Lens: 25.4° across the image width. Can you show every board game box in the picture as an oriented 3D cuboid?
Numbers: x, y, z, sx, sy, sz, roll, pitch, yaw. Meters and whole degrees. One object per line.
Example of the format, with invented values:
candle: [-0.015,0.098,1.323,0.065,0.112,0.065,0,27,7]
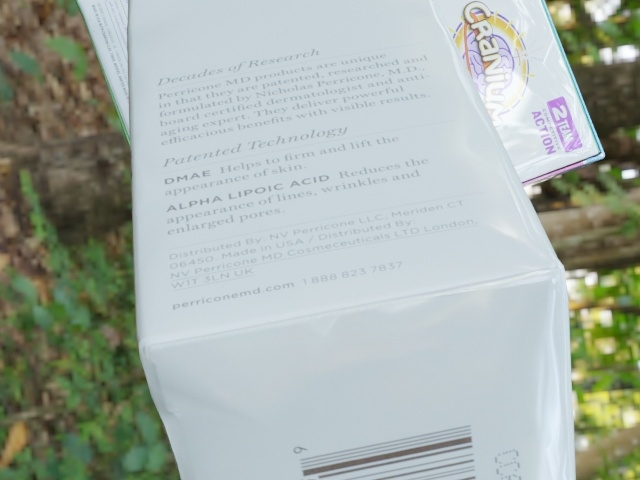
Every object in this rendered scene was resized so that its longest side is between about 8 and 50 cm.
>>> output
board game box: [0.013,-0.114,1.031,0.064,0.317,0.242,134,-64,-86]

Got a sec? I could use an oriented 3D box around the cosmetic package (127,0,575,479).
cosmetic package: [0.000,0.000,0.684,0.385,0.156,0.217,-106,-174,-57]
